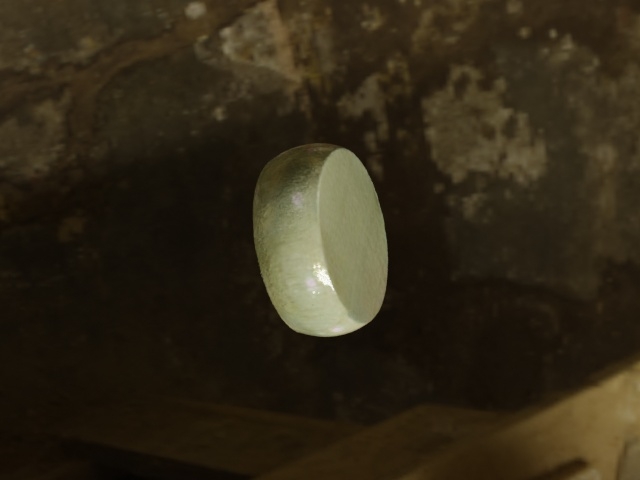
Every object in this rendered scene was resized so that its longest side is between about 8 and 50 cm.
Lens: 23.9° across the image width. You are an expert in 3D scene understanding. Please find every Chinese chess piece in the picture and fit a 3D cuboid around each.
[{"bbox_3d":[0.000,0.000,0.650,0.084,0.034,0.084,-10,90,-68],"label":"Chinese chess piece"}]
